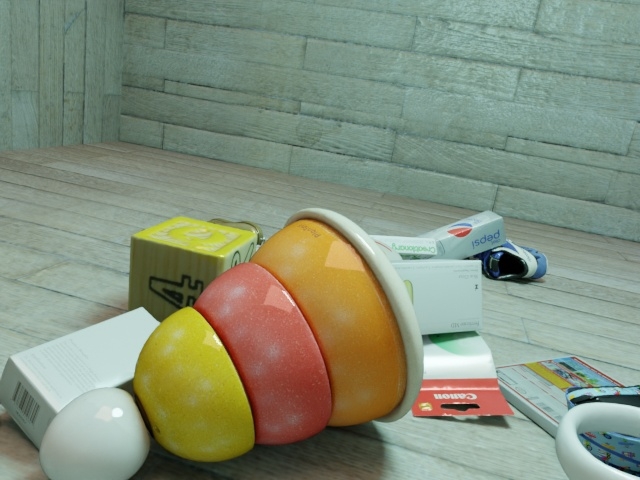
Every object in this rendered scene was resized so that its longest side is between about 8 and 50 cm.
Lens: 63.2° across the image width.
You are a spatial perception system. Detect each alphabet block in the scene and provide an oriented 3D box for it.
[{"bbox_3d":[-0.253,0.079,1.047,0.193,0.197,0.192,11,16,9],"label":"alphabet block"}]

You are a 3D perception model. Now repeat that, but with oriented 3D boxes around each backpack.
[{"bbox_3d":[0.473,0.302,0.818,0.173,0.117,0.158,7,16,-7],"label":"backpack"}]

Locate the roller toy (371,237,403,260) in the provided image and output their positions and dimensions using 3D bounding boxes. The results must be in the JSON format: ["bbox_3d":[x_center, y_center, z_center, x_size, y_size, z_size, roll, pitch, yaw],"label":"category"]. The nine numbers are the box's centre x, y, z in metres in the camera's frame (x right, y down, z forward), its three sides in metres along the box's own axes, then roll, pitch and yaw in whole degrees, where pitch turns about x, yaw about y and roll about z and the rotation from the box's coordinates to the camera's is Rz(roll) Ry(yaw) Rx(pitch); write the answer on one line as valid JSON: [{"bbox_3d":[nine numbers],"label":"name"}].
[{"bbox_3d":[0.105,0.088,1.305,0.209,0.146,0.191,22,25,13],"label":"roller toy"}]

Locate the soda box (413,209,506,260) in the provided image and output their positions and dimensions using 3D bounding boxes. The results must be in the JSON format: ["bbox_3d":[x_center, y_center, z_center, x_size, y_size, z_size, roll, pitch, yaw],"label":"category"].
[{"bbox_3d":[0.448,-0.001,1.687,0.286,0.098,0.091,-19,21,-5],"label":"soda box"}]

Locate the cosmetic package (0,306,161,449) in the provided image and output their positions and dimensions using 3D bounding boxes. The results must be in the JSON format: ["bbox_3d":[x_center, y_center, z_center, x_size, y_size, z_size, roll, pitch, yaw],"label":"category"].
[{"bbox_3d":[-0.326,0.193,0.768,0.117,0.086,0.231,39,25,18],"label":"cosmetic package"}]

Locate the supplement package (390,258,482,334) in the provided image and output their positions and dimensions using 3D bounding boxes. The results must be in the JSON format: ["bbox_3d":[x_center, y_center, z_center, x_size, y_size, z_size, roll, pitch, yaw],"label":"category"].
[{"bbox_3d":[0.174,0.115,1.102,0.261,0.145,0.204,-1,0,-20],"label":"supplement package"}]

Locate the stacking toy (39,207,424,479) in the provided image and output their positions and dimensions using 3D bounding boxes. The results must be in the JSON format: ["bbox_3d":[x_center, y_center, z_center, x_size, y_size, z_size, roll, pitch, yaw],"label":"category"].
[{"bbox_3d":[-0.132,0.179,0.723,0.479,0.351,0.350,-21,29,-27],"label":"stacking toy"}]

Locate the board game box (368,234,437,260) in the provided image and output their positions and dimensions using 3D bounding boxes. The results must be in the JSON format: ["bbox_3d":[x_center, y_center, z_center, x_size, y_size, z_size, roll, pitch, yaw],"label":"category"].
[{"bbox_3d":[0.157,0.036,1.513,0.305,0.053,0.193,3,-17,-20],"label":"board game box"}]

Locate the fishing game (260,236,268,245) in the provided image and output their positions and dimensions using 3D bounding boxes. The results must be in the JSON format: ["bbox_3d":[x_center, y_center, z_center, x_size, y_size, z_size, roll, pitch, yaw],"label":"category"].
[{"bbox_3d":[-0.039,-0.005,1.486,0.263,0.041,0.189,-5,-17,-6],"label":"fishing game"}]

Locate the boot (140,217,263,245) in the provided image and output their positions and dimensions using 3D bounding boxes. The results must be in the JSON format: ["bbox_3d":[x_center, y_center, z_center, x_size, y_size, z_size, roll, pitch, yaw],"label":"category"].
[{"bbox_3d":[-0.336,-0.003,1.501,0.236,0.089,0.269,7,12,35],"label":"boot"}]

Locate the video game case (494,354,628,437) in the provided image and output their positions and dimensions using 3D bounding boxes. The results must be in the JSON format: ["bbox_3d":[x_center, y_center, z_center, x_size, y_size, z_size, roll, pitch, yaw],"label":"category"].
[{"bbox_3d":[0.483,0.295,1.015,0.285,0.025,0.204,0,18,-27],"label":"video game case"}]

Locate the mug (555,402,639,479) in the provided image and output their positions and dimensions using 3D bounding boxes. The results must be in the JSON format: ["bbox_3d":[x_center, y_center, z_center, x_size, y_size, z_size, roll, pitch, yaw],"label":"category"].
[{"bbox_3d":[0.465,0.286,0.586,0.374,0.276,0.328,14,17,29],"label":"mug"}]

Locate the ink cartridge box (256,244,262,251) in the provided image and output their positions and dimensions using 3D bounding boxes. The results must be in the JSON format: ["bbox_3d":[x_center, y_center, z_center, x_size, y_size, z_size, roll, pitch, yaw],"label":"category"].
[{"bbox_3d":[-0.093,0.073,1.397,0.209,0.062,0.109,12,15,9],"label":"ink cartridge box"}]

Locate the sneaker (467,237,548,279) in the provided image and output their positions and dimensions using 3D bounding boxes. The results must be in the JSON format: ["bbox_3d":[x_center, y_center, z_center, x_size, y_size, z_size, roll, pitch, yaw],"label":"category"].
[{"bbox_3d":[0.582,0.045,1.749,0.315,0.128,0.182,25,20,40],"label":"sneaker"}]

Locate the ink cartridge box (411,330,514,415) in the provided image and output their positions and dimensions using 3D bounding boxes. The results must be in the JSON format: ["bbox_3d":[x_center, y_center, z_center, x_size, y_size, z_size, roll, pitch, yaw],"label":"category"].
[{"bbox_3d":[0.239,0.242,0.979,0.180,0.056,0.225,0,15,-2],"label":"ink cartridge box"}]
